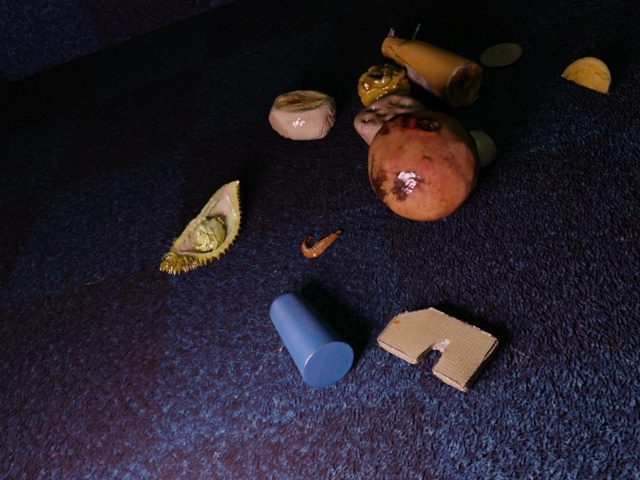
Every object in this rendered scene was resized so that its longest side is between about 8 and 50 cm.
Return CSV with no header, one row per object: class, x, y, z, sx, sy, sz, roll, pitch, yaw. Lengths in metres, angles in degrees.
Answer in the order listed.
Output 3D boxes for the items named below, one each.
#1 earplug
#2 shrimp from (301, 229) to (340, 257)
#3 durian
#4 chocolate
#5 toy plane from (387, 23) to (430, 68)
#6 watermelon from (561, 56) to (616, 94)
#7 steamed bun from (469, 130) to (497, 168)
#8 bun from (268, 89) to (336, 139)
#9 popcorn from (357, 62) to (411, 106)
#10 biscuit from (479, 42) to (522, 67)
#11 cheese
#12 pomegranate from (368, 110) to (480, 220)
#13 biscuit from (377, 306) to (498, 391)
earplug,-0.040,0.223,1.455,0.132,0.132,0.273,-33,39,-9
shrimp,0.000,0.000,1.731,0.127,0.025,0.091,-33,41,-5
durian,-0.367,-0.025,1.818,0.157,0.169,0.355,15,54,33
chocolate,0.367,-0.606,2.073,0.162,0.162,0.445,-34,44,-11
toy plane,0.349,-0.731,2.284,0.273,0.107,0.182,28,105,61
watermelon,0.863,-0.519,1.856,0.181,0.075,0.092,43,117,47
steamed bun,0.453,-0.272,1.749,0.112,0.091,0.130,-32,43,-6
bun,-0.057,-0.438,2.105,0.244,0.153,0.243,-3,42,2
popcorn,0.221,-0.546,2.090,0.198,0.155,0.197,-17,30,10
biscuit,0.644,-0.658,2.104,0.152,0.020,0.152,-13,44,13
cheese,0.230,-0.379,1.936,0.235,0.117,0.218,-8,43,16
pomegranate,0.283,-0.211,1.634,0.322,0.322,0.322,-13,43,12
biscuit,0.266,0.236,1.355,0.250,0.046,0.147,23,61,38
